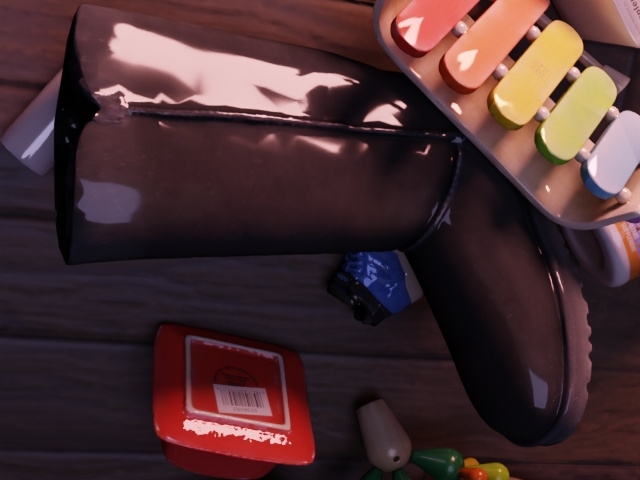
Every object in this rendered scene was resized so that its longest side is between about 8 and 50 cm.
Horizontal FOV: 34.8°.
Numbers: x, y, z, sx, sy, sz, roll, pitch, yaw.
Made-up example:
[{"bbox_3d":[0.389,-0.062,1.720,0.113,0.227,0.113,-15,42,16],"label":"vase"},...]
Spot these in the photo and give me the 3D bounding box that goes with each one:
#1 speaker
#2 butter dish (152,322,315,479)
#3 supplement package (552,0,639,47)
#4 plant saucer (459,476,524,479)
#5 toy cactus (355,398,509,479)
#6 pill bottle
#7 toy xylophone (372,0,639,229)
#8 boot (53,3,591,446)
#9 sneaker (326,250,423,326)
[{"bbox_3d":[-0.226,-0.124,0.924,0.055,0.055,0.136,42,91,-21],"label":"speaker"},{"bbox_3d":[-0.100,0.178,1.012,0.160,0.160,0.118,14,125,-19],"label":"butter dish"},{"bbox_3d":[0.338,-0.312,0.979,0.244,0.139,0.134,-36,110,-2],"label":"supplement package"},{"bbox_3d":[0.171,0.392,1.187,0.277,0.041,0.278,-4,107,-14],"label":"plant saucer"},{"bbox_3d":[0.091,0.258,1.083,0.218,0.112,0.181,-23,73,0],"label":"toy cactus"},{"bbox_3d":[0.367,-0.050,1.071,0.216,0.121,0.121,-28,111,-6],"label":"pill bottle"},{"bbox_3d":[0.189,-0.161,0.927,0.322,0.081,0.236,39,52,-8],"label":"toy xylophone"},{"bbox_3d":[0.000,-0.002,0.876,0.445,0.146,0.367,6,64,-29],"label":"boot"},{"bbox_3d":[0.039,0.019,1.035,0.084,0.058,0.152,-34,118,-13],"label":"sneaker"}]
